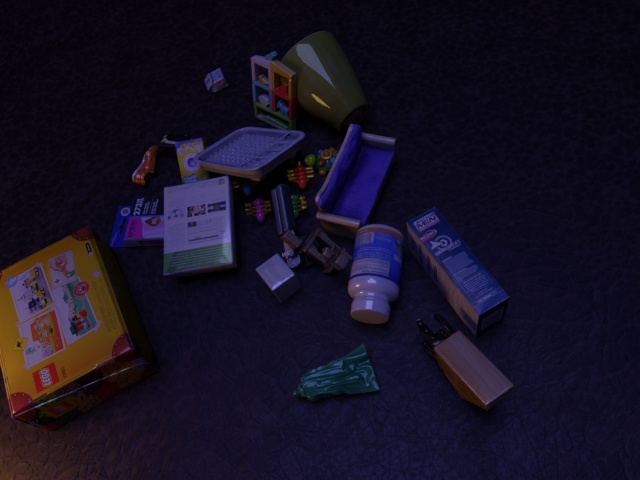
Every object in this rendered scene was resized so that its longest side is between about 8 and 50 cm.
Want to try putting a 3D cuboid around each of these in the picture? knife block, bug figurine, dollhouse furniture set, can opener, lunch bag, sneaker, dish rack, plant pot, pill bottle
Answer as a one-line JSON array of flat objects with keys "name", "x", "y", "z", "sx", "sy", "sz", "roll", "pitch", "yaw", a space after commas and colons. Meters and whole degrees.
[{"name": "knife block", "x": 0.358, "y": 0.300, "z": 1.511, "sx": 0.088, "sy": 0.276, "sz": 0.242, "roll": -33, "pitch": 89, "yaw": -8}, {"name": "bug figurine", "x": -0.155, "y": -0.165, "z": 1.979, "sx": 0.279, "sy": 0.072, "sz": 0.216, "roll": -6, "pitch": 65, "yaw": 2}, {"name": "dollhouse furniture set", "x": 0.000, "y": 0.000, "z": 1.753, "sx": 0.182, "sy": 0.161, "sz": 0.101, "roll": 40, "pitch": 69, "yaw": -13}, {"name": "can opener", "x": -0.097, "y": -0.043, "z": 1.868, "sx": 0.093, "sy": 0.074, "sz": 0.280, "roll": -6, "pitch": 76, "yaw": -37}, {"name": "lunch bag", "x": -0.423, "y": -0.641, "z": 2.324, "sx": 0.083, "sy": 0.053, "sz": 0.071, "roll": -26, "pitch": 57, "yaw": 7}, {"name": "sneaker", "x": -0.495, "y": -0.362, "z": 2.156, "sx": 0.235, "sy": 0.084, "sz": 0.097, "roll": 12, "pitch": 61, "yaw": 17}, {"name": "dish rack", "x": -0.239, "y": -0.296, "z": 1.990, "sx": 0.333, "sy": 0.072, "sz": 0.285, "roll": 15, "pitch": 43, "yaw": 37}, {"name": "plant pot", "x": 0.034, "y": -0.542, "z": 2.074, "sx": 0.275, "sy": 0.274, "sz": 0.293, "roll": -36, "pitch": 75, "yaw": -10}, {"name": "pill bottle", "x": 0.162, "y": 0.102, "z": 1.711, "sx": 0.153, "sy": 0.152, "sz": 0.271, "roll": 3, "pitch": 61, "yaw": 13}, {"name": "sneaker", "x": -0.638, "y": -0.277, "z": 2.159, "sx": 0.068, "sy": 0.064, "sz": 0.175, "roll": 20, "pitch": 69, "yaw": -1}]

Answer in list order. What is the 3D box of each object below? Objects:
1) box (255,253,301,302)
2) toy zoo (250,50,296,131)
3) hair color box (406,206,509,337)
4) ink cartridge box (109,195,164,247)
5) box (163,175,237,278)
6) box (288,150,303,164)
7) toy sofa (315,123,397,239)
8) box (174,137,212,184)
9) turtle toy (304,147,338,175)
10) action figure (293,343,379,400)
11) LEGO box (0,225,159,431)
[{"name": "box", "x": -0.128, "y": 0.117, "z": 1.790, "sx": 0.087, "sy": 0.102, "sz": 0.101, "roll": -37, "pitch": 59, "yaw": -9}, {"name": "toy zoo", "x": -0.167, "y": -0.536, "z": 2.072, "sx": 0.192, "sy": 0.293, "sz": 0.030, "roll": 32, "pitch": 52, "yaw": 25}, {"name": "hair color box", "x": 0.386, "y": 0.088, "z": 1.660, "sx": 0.105, "sy": 0.173, "sz": 0.347, "roll": -29, "pitch": 59, "yaw": -7}, {"name": "ink cartridge box", "x": -0.560, "y": -0.068, "z": 2.012, "sx": 0.371, "sy": 0.069, "sz": 0.175, "roll": -3, "pitch": 60, "yaw": 12}, {"name": "box", "x": -0.397, "y": -0.045, "z": 1.895, "sx": 0.233, "sy": 0.058, "sz": 0.321, "roll": -10, "pitch": 65, "yaw": 7}, {"name": "box", "x": -0.103, "y": -0.325, "z": 2.067, "sx": 0.052, "sy": 0.062, "sz": 0.083, "roll": -25, "pitch": 59, "yaw": -2}, {"name": "toy sofa", "x": 0.123, "y": -0.194, "z": 1.879, "sx": 0.150, "sy": 0.177, "sz": 0.362, "roll": 15, "pitch": 63, "yaw": 20}, {"name": "box", "x": -0.451, "y": -0.269, "z": 2.069, "sx": 0.105, "sy": 0.043, "sz": 0.179, "roll": -10, "pitch": 97, "yaw": 6}, {"name": "turtle toy", "x": 0.010, "y": -0.280, "z": 2.015, "sx": 0.130, "sy": 0.066, "sz": 0.095, "roll": -11, "pitch": 59, "yaw": 5}, {"name": "action figure", "x": 0.033, "y": 0.391, "z": 1.619, "sx": 0.232, "sy": 0.063, "sz": 0.137, "roll": -17, "pitch": 60, "yaw": -3}, {"name": "LEGO box", "x": -0.773, "y": 0.258, "z": 1.783, "sx": 0.373, "sy": 0.193, "sz": 0.500, "roll": -28, "pitch": 59, "yaw": -6}]
